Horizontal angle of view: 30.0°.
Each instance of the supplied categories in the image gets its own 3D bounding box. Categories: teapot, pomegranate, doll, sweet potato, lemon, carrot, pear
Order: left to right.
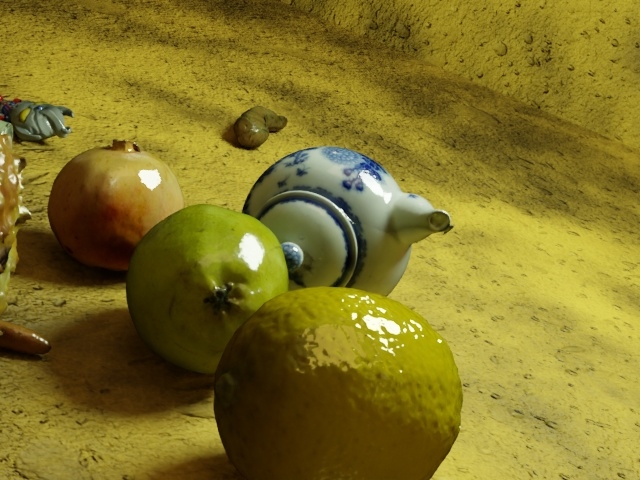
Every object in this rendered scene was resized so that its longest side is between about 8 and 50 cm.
[{"bbox_3d":[-0.441,0.093,1.427,0.248,0.043,0.043,17,21,-4],"label":"carrot"},{"bbox_3d":[-0.513,-0.219,2.116,0.195,0.062,0.104,21,19,28],"label":"doll"},{"bbox_3d":[-0.288,-0.048,1.694,0.191,0.191,0.191,15,21,-6],"label":"pomegranate"},{"bbox_3d":[-0.142,0.057,1.511,0.212,0.212,0.269,11,5,-15],"label":"pear"},{"bbox_3d":[-0.129,-0.237,2.459,0.081,0.062,0.233,34,19,1],"label":"sweet potato"},{"bbox_3d":[-0.004,-0.003,1.698,0.424,0.252,0.280,-11,9,22],"label":"teapot"},{"bbox_3d":[0.024,0.172,1.306,0.320,0.245,0.245,9,21,-37],"label":"lemon"}]

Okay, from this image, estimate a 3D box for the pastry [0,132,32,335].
[{"bbox_3d":[-0.498,0.003,1.262,0.405,0.292,0.337,2,44,-36],"label":"pastry"}]

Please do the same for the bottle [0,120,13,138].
[{"bbox_3d":[-0.608,-0.186,1.945,0.202,0.072,0.072,18,21,1],"label":"bottle"}]
